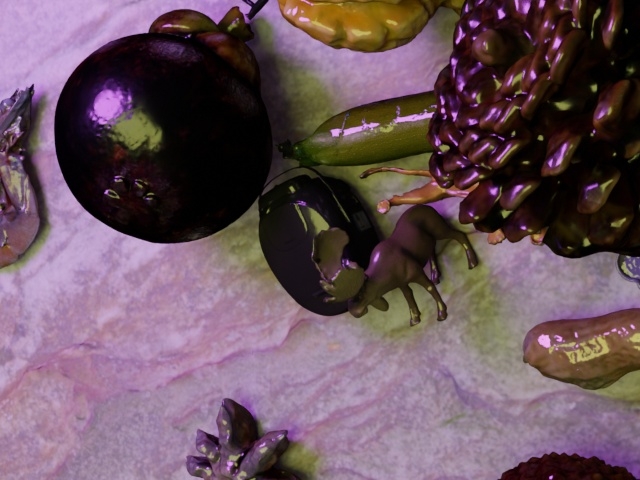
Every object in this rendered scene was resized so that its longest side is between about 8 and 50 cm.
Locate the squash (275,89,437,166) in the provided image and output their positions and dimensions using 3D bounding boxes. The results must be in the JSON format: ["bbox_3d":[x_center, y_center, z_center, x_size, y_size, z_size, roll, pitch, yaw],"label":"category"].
[{"bbox_3d":[0.097,-0.143,1.982,0.331,0.087,0.087,-10,95,27],"label":"squash"}]

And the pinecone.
[{"bbox_3d":[0.311,-0.171,1.707,0.397,0.398,0.398,6,103,27],"label":"pinecone"}]

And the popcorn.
[{"bbox_3d":[0.071,-0.344,1.862,0.332,0.265,0.225,26,143,2],"label":"popcorn"}]

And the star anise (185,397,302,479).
[{"bbox_3d":[-0.115,0.346,2.193,0.236,0.093,0.229,-33,84,28],"label":"star anise"}]

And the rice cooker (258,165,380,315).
[{"bbox_3d":[-0.001,-0.001,2.041,0.142,0.118,0.203,-26,89,37],"label":"rice cooker"}]

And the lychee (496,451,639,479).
[{"bbox_3d":[0.307,0.408,1.874,0.330,0.306,0.306,12,108,-3],"label":"lychee"}]

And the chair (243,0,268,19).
[{"bbox_3d":[-0.172,-0.422,2.028,0.260,0.141,0.154,40,117,26],"label":"chair"}]

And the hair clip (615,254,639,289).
[{"bbox_3d":[0.409,0.006,1.868,0.124,0.052,0.195,-44,74,22],"label":"hair clip"}]

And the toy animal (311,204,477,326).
[{"bbox_3d":[0.085,0.032,1.955,0.093,0.214,0.186,-11,128,49],"label":"toy animal"}]

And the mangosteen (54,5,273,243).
[{"bbox_3d":[-0.210,-0.152,2.032,0.297,0.297,0.313,-43,43,28],"label":"mangosteen"}]

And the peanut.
[{"bbox_3d":[0.354,0.129,1.902,0.214,0.099,0.099,-18,91,24],"label":"peanut"}]

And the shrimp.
[{"bbox_3d":[-0.475,-0.087,2.319,0.164,0.062,0.317,36,119,13],"label":"shrimp"}]

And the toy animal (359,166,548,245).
[{"bbox_3d":[0.169,-0.075,1.948,0.255,0.116,0.114,18,104,28],"label":"toy animal"}]
